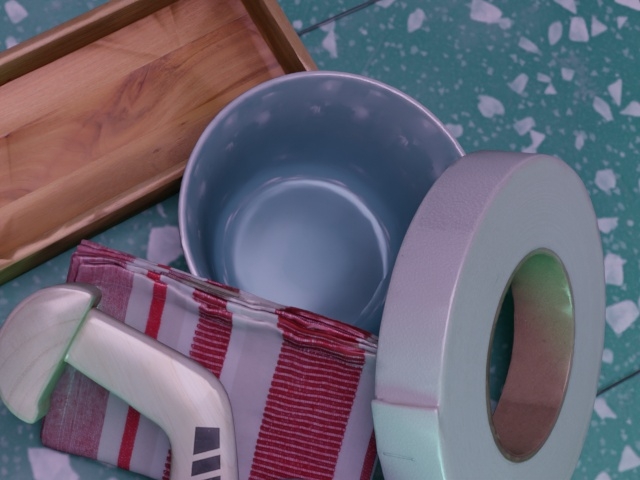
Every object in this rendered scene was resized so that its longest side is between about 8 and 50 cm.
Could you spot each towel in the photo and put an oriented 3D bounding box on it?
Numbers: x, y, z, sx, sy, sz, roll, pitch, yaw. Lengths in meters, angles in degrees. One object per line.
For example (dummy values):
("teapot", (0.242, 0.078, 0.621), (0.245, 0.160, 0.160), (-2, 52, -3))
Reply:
("towel", (-0.100, 0.151, 1.627), (0.329, 0.237, 0.037), (17, 30, 6))

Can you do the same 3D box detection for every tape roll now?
("tape roll", (0.173, 0.106, 1.649), (0.072, 0.392, 0.392), (7, 67, 30))

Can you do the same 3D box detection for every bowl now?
("bowl", (0.000, 0.000, 1.740), (0.311, 0.163, 0.312), (3, 74, -11))

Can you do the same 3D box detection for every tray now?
("tray", (-0.213, -0.133, 1.784), (0.411, 0.076, 0.203), (-29, 81, -19))

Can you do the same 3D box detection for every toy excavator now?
("toy excavator", (-0.079, 0.267, 1.552), (0.432, 0.222, 0.445), (2, 89, 0))
